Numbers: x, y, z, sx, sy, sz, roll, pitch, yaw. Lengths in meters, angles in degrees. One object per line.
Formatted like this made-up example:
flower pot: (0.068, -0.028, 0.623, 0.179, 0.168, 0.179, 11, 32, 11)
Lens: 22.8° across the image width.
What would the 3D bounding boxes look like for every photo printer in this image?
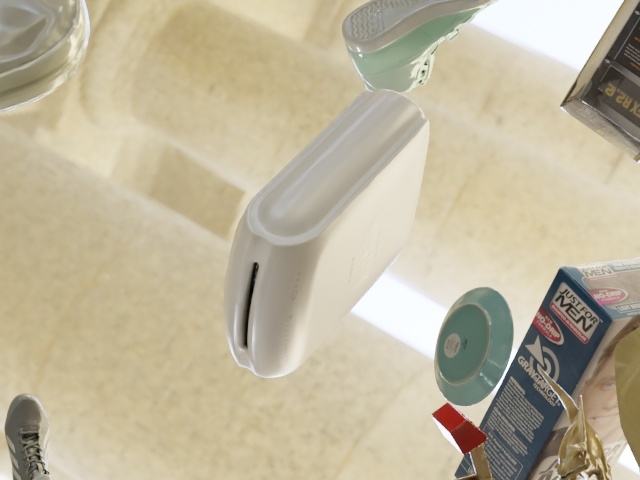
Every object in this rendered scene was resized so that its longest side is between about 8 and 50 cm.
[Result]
photo printer: (0.000, 0.000, 1.837, 0.307, 0.107, 0.256, -46, -23, -38)

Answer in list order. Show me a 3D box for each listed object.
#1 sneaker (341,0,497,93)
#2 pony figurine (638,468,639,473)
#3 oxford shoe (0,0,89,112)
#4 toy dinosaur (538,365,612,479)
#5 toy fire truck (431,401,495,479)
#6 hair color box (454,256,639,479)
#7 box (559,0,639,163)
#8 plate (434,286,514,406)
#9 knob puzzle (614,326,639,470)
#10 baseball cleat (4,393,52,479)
sneaker: (0.153, -0.289, 2.124, 0.256, 0.094, 0.151, -26, -32, -5)
pony figurine: (0.461, 0.374, 1.907, 0.363, 0.351, 0.303, -53, 12, 2)
oxford shoe: (-0.303, -0.249, 1.132, 0.169, 0.449, 0.130, -24, -38, -15)
toy dinosaur: (0.199, 0.158, 1.198, 0.183, 0.053, 0.092, -76, -21, -75)
toy fire truck: (0.150, 0.288, 1.783, 0.135, 0.047, 0.192, -40, -56, -7)
hair color box: (0.315, 0.188, 1.945, 0.174, 0.105, 0.347, -6, -49, -37)
box: (0.375, -0.142, 1.532, 0.183, 0.231, 0.056, -58, 7, -11)
plate: (0.225, 0.159, 2.411, 0.024, 0.188, 0.188, 16, -74, -32)
knob puzzle: (0.342, 0.147, 1.437, 0.030, 0.213, 0.213, -4, -55, -38)
baseball cleat: (-0.422, 0.331, 2.355, 0.072, 0.109, 0.205, -3, -91, -32)
